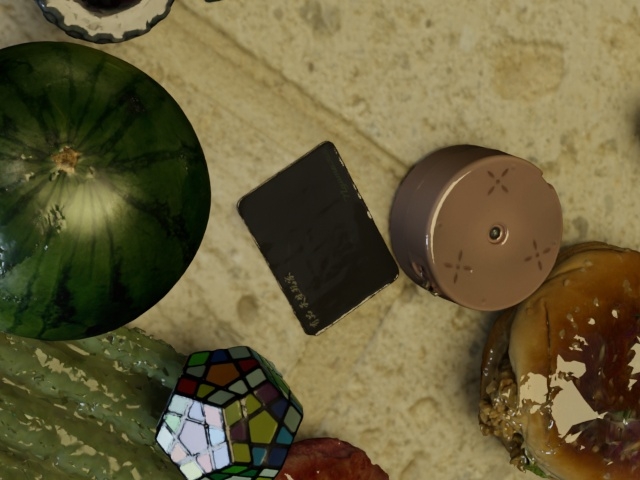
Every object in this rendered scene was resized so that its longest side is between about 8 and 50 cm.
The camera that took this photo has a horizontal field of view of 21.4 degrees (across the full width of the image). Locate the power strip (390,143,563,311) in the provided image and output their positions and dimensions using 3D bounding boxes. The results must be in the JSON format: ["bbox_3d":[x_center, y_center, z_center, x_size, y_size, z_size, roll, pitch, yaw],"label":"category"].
[{"bbox_3d":[0.144,-0.011,1.582,0.154,0.078,0.154,-7,106,-25],"label":"power strip"}]

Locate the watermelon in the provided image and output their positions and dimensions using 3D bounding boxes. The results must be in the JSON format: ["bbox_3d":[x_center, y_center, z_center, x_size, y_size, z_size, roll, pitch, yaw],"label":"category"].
[{"bbox_3d":[-0.206,-0.038,1.315,0.242,0.242,0.242,-5,102,-25],"label":"watermelon"}]

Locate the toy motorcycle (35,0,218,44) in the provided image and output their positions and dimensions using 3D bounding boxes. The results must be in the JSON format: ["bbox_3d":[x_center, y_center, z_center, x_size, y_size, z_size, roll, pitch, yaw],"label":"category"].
[{"bbox_3d":[-0.152,-0.370,1.316,0.232,0.172,0.416,-15,98,-16],"label":"toy motorcycle"}]

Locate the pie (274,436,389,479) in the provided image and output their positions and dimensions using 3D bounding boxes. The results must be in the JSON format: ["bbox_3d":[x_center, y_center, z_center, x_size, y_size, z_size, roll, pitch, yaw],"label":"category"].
[{"bbox_3d":[-0.018,0.282,1.552,0.219,0.054,0.204,-14,115,-34],"label":"pie"}]

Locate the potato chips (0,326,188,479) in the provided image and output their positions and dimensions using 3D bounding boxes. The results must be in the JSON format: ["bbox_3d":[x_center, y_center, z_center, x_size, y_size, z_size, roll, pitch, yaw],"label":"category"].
[{"bbox_3d":[-0.273,0.213,1.426,0.429,0.070,0.358,30,80,-30],"label":"potato chips"}]

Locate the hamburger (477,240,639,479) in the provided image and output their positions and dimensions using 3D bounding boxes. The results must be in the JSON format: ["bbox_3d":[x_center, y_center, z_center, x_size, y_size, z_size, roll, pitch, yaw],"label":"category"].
[{"bbox_3d":[0.270,0.124,1.641,0.286,0.146,0.243,1,93,-24],"label":"hamburger"}]

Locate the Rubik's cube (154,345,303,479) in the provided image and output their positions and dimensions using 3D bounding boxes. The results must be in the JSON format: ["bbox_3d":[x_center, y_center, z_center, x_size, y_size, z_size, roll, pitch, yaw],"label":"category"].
[{"bbox_3d":[-0.077,0.154,1.441,0.112,0.133,0.133,24,89,-1],"label":"Rubik's cube"}]

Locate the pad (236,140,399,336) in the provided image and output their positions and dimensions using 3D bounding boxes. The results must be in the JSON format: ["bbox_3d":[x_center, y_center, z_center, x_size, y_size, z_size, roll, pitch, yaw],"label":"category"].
[{"bbox_3d":[0.000,0.000,1.558,0.112,0.003,0.157,-35,113,-15],"label":"pad"}]
